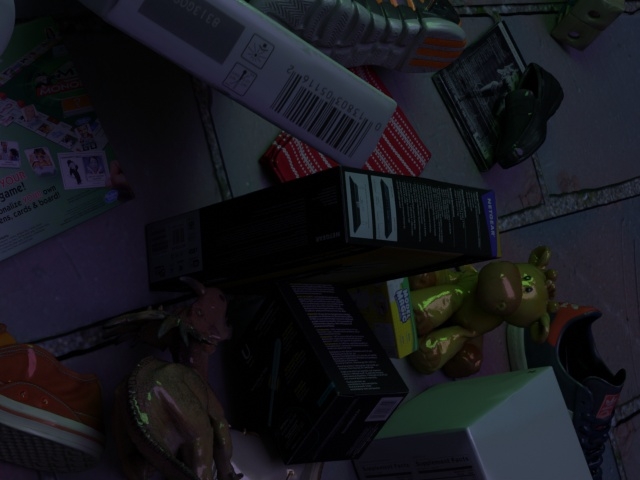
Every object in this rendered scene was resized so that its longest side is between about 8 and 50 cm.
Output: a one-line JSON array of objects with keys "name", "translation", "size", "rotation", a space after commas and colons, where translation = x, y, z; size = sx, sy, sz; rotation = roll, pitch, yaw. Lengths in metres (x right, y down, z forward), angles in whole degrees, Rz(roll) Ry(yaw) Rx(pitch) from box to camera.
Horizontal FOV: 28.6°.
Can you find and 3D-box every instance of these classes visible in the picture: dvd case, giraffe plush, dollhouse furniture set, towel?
[{"name": "dvd case", "translation": [0.263, -0.224, 1.912], "size": [0.221, 0.018, 0.164], "rotation": [-42, 108, -44]}, {"name": "giraffe plush", "translation": [0.226, 0.084, 1.668], "size": [0.210, 0.170, 0.181], "rotation": [-12, 86, -47]}, {"name": "dollhouse furniture set", "translation": [0.397, -0.429, 2.059], "size": [0.184, 0.129, 0.129], "rotation": [26, 57, -10]}, {"name": "towel", "translation": [0.043, -0.107, 1.641], "size": [0.199, 0.031, 0.275], "rotation": [54, 46, -20]}]

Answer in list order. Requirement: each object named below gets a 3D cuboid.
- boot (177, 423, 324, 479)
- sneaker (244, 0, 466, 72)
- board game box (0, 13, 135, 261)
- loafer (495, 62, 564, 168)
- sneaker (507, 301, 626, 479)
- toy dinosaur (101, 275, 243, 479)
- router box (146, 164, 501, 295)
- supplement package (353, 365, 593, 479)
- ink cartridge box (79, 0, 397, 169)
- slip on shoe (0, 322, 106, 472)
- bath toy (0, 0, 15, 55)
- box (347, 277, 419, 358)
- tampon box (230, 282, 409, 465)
[{"name": "boot", "translation": [-0.078, 0.221, 1.380], "size": [0.165, 0.077, 0.213], "rotation": [29, 43, -23]}, {"name": "sneaker", "translation": [0.031, -0.321, 1.647], "size": [0.321, 0.124, 0.180], "rotation": [5, 53, -33]}, {"name": "board game box", "translation": [-0.345, -0.080, 1.221], "size": [0.317, 0.046, 0.213], "rotation": [-30, 99, -46]}, {"name": "loafer", "translation": [0.302, -0.187, 1.877], "size": [0.078, 0.076, 0.223], "rotation": [49, 43, -17]}, {"name": "sneaker", "translation": [0.370, 0.257, 1.780], "size": [0.131, 0.148, 0.350], "rotation": [-8, 84, -47]}, {"name": "toy dinosaur", "translation": [-0.151, 0.152, 1.207], "size": [0.295, 0.127, 0.200], "rotation": [-86, 167, -82]}, {"name": "router box", "translation": [0.000, 0.000, 1.360], "size": [0.243, 0.309, 0.081], "rotation": [5, 77, -44]}, {"name": "supplement package", "translation": [0.203, 0.322, 1.550], "size": [0.199, 0.198, 0.262], "rotation": [-25, 96, -46]}, {"name": "ink cartridge box", "translation": [-0.132, -0.225, 1.308], "size": [0.308, 0.385, 0.091], "rotation": [28, 95, -32]}, {"name": "slip on shoe", "translation": [-0.327, 0.118, 1.134], "size": [0.331, 0.123, 0.101], "rotation": [32, 47, -41]}, {"name": "bath toy", "translation": [-0.408, -0.147, 1.064], "size": [0.348, 0.129, 0.151], "rotation": [-52, 159, -39]}, {"name": "box", "translation": [0.057, 0.050, 1.526], "size": [0.043, 0.105, 0.179], "rotation": [-23, 108, -42]}, {"name": "tampon box", "translation": [-0.004, 0.143, 1.365], "size": [0.101, 0.120, 0.161], "rotation": [4, 42, -39]}]
